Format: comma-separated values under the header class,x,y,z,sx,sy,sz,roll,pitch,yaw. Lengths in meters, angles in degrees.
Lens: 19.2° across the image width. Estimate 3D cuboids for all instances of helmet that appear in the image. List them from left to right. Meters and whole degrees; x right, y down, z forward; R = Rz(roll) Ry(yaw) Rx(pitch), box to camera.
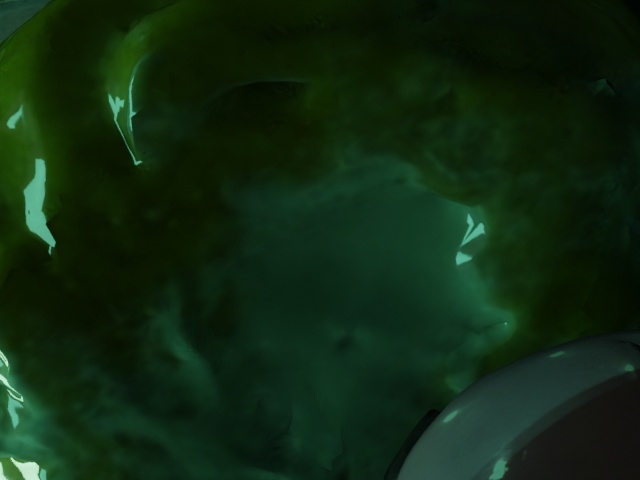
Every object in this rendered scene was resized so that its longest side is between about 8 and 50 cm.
class,x,y,z,sx,sy,sz,roll,pitch,yaw
helmet,0.126,0.102,0.637,0.198,0.154,0.253,36,157,0

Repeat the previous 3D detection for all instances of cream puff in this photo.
class,x,y,z,sx,sy,sz,roll,pitch,yaw
cream puff,0.000,0.000,0.872,0.275,0.378,0.378,-126,27,-72
